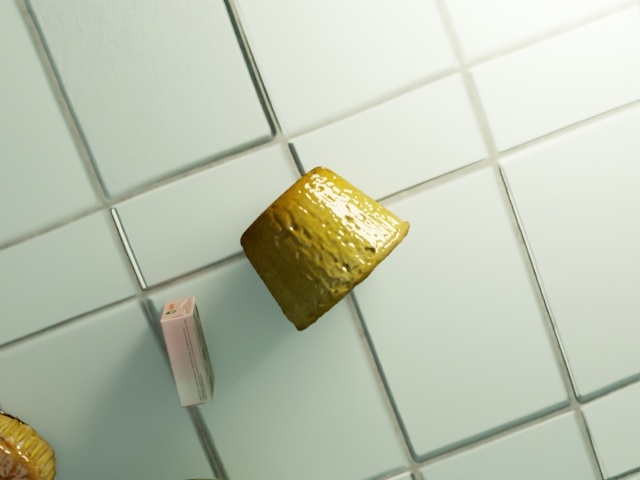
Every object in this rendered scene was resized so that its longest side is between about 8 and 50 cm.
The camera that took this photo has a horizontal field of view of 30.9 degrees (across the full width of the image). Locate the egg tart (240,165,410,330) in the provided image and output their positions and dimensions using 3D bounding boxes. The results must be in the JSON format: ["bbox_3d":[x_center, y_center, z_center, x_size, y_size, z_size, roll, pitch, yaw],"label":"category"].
[{"bbox_3d":[0.000,0.000,1.466,0.202,0.202,0.147,-42,88,5],"label":"egg tart"}]

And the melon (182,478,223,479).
[{"bbox_3d":[-0.183,0.465,1.502,0.268,0.268,0.330,34,110,-10],"label":"melon"}]

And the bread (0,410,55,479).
[{"bbox_3d":[-0.451,0.331,1.538,0.199,0.104,0.199,0,102,-2],"label":"bread"}]

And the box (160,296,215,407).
[{"bbox_3d":[-0.174,0.146,1.525,0.043,0.089,0.125,-12,102,-1],"label":"box"}]
